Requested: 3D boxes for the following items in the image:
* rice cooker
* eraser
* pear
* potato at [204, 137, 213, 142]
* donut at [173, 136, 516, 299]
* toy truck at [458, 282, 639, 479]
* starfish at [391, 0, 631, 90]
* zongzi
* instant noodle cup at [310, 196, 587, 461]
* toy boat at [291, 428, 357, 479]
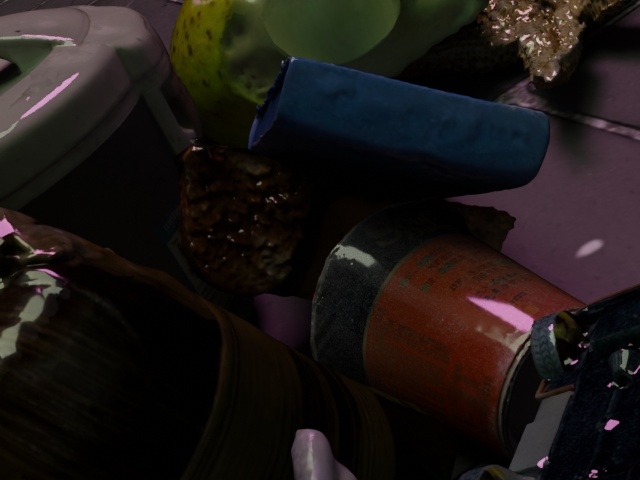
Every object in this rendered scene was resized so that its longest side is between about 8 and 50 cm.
[{"bbox_3d":[-0.205,-0.008,0.811,0.288,0.277,0.288,-19,30,11],"label":"rice cooker"},{"bbox_3d":[0.030,-0.060,0.745,0.144,0.042,0.312,13,-1,-7],"label":"eraser"},{"bbox_3d":[-0.017,-0.208,1.040,0.282,0.176,0.286,-41,17,12],"label":"pear"},{"bbox_3d":[-0.145,-0.099,1.157,0.120,0.081,0.149,22,23,14],"label":"potato"},{"bbox_3d":[0.002,-0.001,0.754,0.217,0.085,0.141,10,-1,-18],"label":"donut"},{"bbox_3d":[0.136,0.122,0.466,0.108,0.140,0.256,-26,16,36],"label":"toy truck"},{"bbox_3d":[0.180,-0.190,0.988,0.347,0.078,0.358,-24,29,30],"label":"starfish"},{"bbox_3d":[-0.119,0.094,0.592,0.288,0.286,0.134,-2,60,46],"label":"zongzi"},{"bbox_3d":[0.081,0.055,0.641,0.127,0.127,0.136,-39,38,-21],"label":"instant noodle cup"},{"bbox_3d":[-0.039,0.254,0.377,0.276,0.111,0.293,-46,28,13],"label":"toy boat"}]
